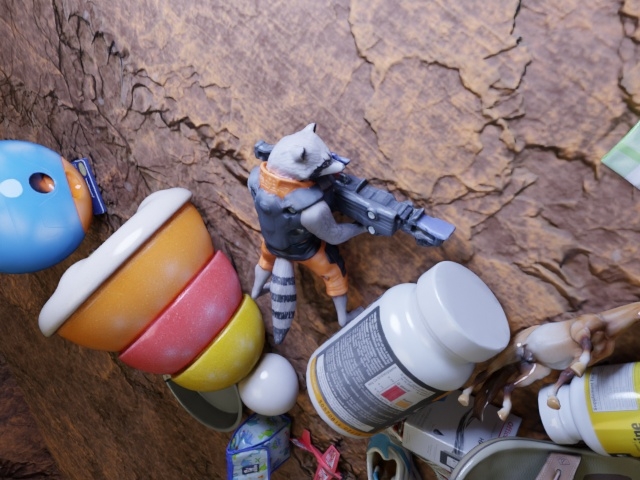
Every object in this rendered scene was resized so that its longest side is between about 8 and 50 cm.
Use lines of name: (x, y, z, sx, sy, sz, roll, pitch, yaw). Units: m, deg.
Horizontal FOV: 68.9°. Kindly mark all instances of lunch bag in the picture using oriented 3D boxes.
lunch bag: (-0.139, 0.455, 1.012, 0.096, 0.151, 0.128, 26, 125, 37)

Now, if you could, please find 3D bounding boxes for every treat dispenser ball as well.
treat dispenser ball: (-0.653, -0.071, 1.008, 0.288, 0.288, 0.287, 17, 121, 30)

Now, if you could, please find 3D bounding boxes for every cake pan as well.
cake pan: (-0.282, 0.323, 1.126, 0.294, 0.054, 0.292, 17, 121, 30)

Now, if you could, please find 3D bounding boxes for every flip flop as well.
flip flop: (0.291, 0.313, 0.577, 0.278, 0.080, 0.112, 2, 98, -3)

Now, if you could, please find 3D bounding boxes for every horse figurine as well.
horse figurine: (0.275, 0.145, 0.563, 0.066, 0.175, 0.263, 52, 144, 10)

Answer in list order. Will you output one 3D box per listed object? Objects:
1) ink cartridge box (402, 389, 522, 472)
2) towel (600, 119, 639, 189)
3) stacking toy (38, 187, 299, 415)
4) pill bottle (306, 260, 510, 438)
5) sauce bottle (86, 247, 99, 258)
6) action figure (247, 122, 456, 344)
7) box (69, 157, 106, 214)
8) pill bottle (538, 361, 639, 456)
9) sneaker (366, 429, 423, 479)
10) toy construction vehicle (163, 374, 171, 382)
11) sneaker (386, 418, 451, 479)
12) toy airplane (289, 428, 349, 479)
ink cartridge box: (0.225, 0.292, 0.689, 0.180, 0.104, 0.060, 18, 127, 29)
towel: (0.376, -0.073, 0.451, 0.152, 0.023, 0.113, 41, 129, 14)
stacking toy: (-0.229, 0.168, 0.900, 0.480, 0.350, 0.351, 45, 134, -14)
pill bottle: (0.115, 0.160, 0.666, 0.162, 0.162, 0.278, 49, 127, 7)
sauce bottle: (-0.556, 0.072, 1.219, 0.128, 0.042, 0.042, 41, 130, 11)
action figure: (0.000, 0.000, 0.677, 0.342, 0.179, 0.329, 22, 134, 31)
box: (-0.609, -0.128, 1.161, 0.226, 0.037, 0.136, 0, 112, 37)
pill bottle: (0.361, 0.195, 0.541, 0.184, 0.103, 0.103, -24, 96, 42)
sneaker: (0.129, 0.428, 0.841, 0.088, 0.092, 0.228, -1, 112, 36)
toy construction vehicle: (-0.362, 0.289, 1.116, 0.098, 0.035, 0.085, -32, 79, 40)
sneaker: (0.197, 0.352, 0.755, 0.225, 0.088, 0.092, 30, 128, 22)
toy airplane: (-0.003, 0.468, 1.003, 0.151, 0.028, 0.151, 15, 118, 31)
